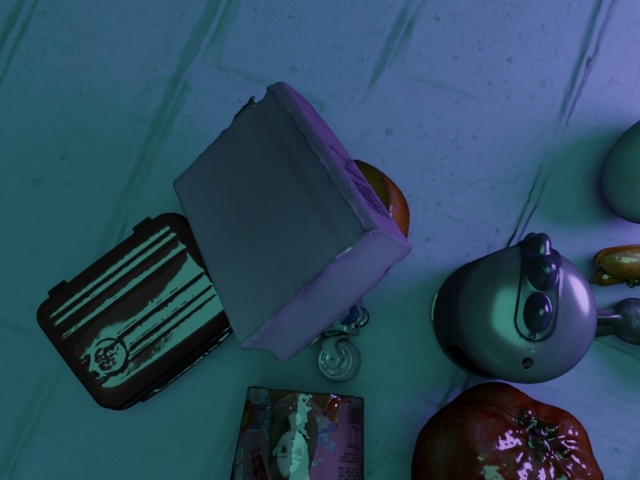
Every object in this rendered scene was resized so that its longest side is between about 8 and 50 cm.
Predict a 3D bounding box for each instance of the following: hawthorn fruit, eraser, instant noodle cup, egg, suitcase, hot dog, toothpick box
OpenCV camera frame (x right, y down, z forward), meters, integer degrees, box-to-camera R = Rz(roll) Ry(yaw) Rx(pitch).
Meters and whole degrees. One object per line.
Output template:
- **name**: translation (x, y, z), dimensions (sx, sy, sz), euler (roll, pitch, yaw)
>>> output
- **hawthorn fruit**: translation (0.264, 0.390, 1.144), dimensions (0.287, 0.287, 0.330), euler (27, 128, 4)
- **eraser**: translation (-0.060, -0.037, 1.133), dimensions (0.272, 0.122, 0.359), euler (-44, 50, 16)
- **instant noodle cup**: translation (-0.035, 0.355, 1.157), dimensions (0.243, 0.243, 0.231), euler (5, 77, 1)
- **egg**: translation (0.578, -0.128, 1.239), dimensions (0.168, 0.168, 0.231), euler (43, 81, 5)
- **suitcase**: translation (-0.287, 0.117, 1.219), dimensions (0.297, 0.161, 0.236), euler (-37, 83, -5)
- **hot dog**: translation (0.589, 0.034, 1.249), dimensions (0.270, 0.109, 0.072), euler (-9, 92, 3)
- **toothpick box**: translation (0.300, 0.105, 1.139), dimensions (0.229, 0.316, 0.228), euler (0, 82, 0)

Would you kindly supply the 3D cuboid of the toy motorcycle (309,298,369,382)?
- **toy motorcycle**: translation (0.023, 0.114, 1.257), dimensions (0.113, 0.112, 0.254), euler (2, 77, 1)

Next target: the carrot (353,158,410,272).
- **carrot**: translation (0.000, 0.000, 1.211), dimensions (0.307, 0.100, 0.258), euler (-37, 51, 15)

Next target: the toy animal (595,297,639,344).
- **toy animal**: translation (0.567, 0.137, 1.239), dimensions (0.237, 0.138, 0.108), euler (23, 53, 17)
